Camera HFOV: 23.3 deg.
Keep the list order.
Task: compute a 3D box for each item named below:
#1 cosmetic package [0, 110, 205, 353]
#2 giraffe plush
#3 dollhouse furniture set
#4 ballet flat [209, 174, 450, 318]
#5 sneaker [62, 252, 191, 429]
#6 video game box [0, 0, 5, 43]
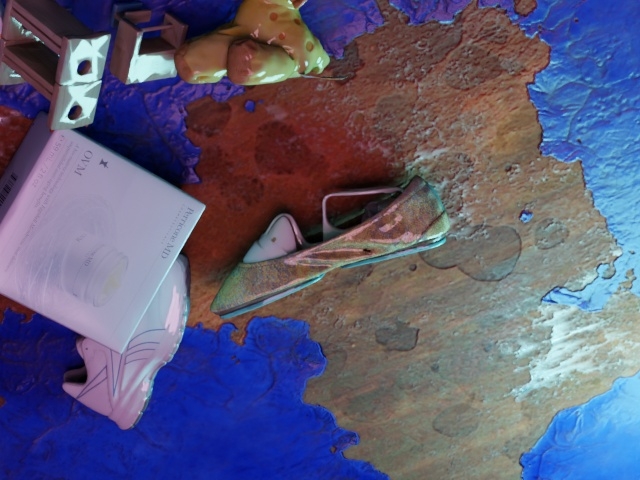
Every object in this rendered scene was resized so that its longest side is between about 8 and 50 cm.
[{"bbox_3d":[-0.308,-0.010,1.996,0.224,0.138,0.224,29,90,-24],"label":"cosmetic package"},{"bbox_3d":[-0.072,-0.283,1.898,0.210,0.181,0.171,0,101,5],"label":"giraffe plush"},{"bbox_3d":[-0.286,-0.231,1.927,0.183,0.129,0.129,-15,133,-43],"label":"dollhouse furniture set"},{"bbox_3d":[0.000,0.000,2.109,0.348,0.123,0.123,-19,122,6],"label":"ballet flat"},{"bbox_3d":[-0.266,0.135,2.156,0.129,0.111,0.297,22,116,-13],"label":"sneaker"},{"bbox_3d":[-0.495,-0.312,1.882,0.187,0.048,0.205,-15,123,-1],"label":"video game box"}]
